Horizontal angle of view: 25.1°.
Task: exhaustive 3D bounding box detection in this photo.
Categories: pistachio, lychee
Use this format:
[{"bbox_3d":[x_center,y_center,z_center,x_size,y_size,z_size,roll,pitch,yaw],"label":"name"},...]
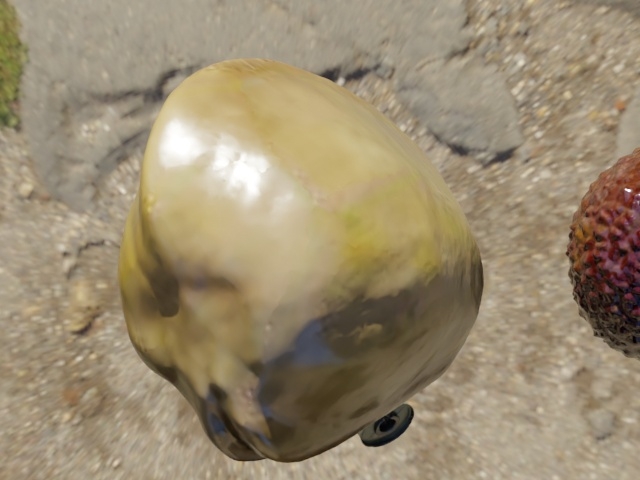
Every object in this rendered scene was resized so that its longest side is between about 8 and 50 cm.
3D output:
[{"bbox_3d":[0.000,0.000,0.803,0.163,0.260,0.212,-4,98,33],"label":"pistachio"},{"bbox_3d":[0.393,0.012,1.583,0.261,0.260,0.260,0,87,-3],"label":"lychee"}]

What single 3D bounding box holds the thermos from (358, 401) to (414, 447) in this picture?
[{"bbox_3d":[0.034,0.160,1.752,0.073,0.083,0.187,-34,51,-5],"label":"thermos"}]
